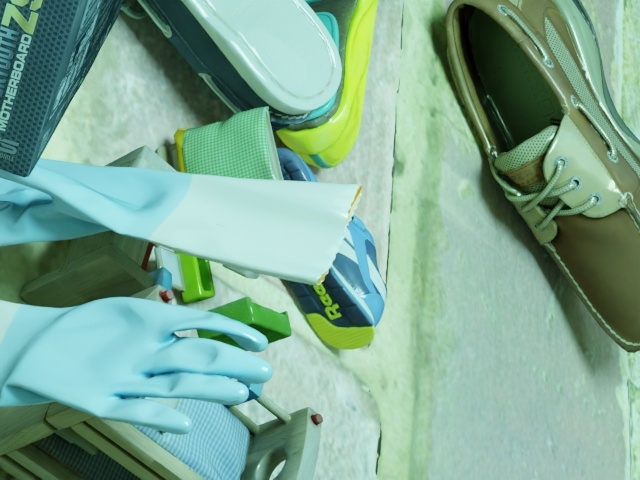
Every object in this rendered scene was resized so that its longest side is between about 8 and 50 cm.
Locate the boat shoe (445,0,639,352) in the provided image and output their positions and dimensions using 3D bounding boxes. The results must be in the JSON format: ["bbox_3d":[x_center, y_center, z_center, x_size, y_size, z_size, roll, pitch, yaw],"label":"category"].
[{"bbox_3d":[0.185,-0.060,1.342,0.120,0.122,0.324,-13,74,-48],"label":"boat shoe"}]

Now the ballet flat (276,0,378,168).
[{"bbox_3d":[0.007,-0.151,1.202,0.077,0.077,0.231,56,34,-51],"label":"ballet flat"}]

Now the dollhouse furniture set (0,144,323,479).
[{"bbox_3d":[-0.078,0.055,0.919,0.129,0.129,0.184,42,43,-31],"label":"dollhouse furniture set"}]

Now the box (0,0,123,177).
[{"bbox_3d":[-0.129,-0.166,0.889,0.059,0.183,0.233,20,30,-5],"label":"box"}]

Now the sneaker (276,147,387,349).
[{"bbox_3d":[0.000,0.000,1.117,0.059,0.053,0.144,-48,119,-51],"label":"sneaker"}]

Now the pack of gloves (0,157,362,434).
[{"bbox_3d":[-0.117,0.007,0.823,0.195,0.232,0.046,-64,154,-50],"label":"pack of gloves"}]

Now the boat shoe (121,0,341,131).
[{"bbox_3d":[-0.088,-0.178,1.074,0.254,0.079,0.095,48,55,-11],"label":"boat shoe"}]

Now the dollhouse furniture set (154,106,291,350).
[{"bbox_3d":[-0.062,-0.011,1.014,0.058,0.076,0.152,26,49,-63],"label":"dollhouse furniture set"}]
